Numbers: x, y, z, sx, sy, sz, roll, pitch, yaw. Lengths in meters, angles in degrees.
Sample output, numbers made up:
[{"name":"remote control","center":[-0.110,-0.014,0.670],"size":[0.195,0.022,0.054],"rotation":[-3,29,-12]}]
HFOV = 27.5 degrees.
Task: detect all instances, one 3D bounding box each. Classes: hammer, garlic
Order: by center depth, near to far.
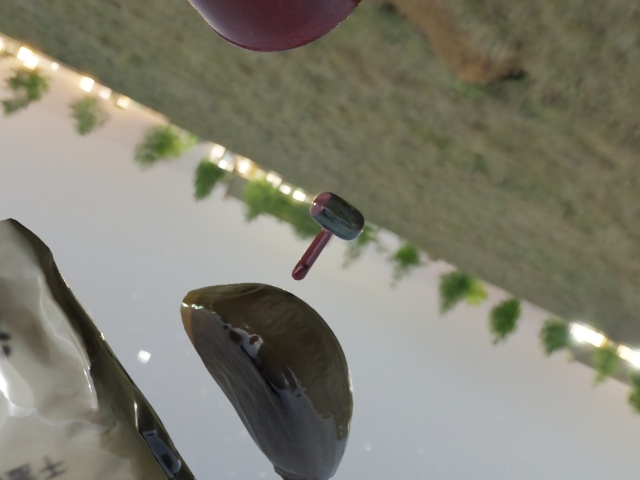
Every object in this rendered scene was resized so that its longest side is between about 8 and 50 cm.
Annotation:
[{"name":"garlic","center":[-0.028,0.108,1.054],"size":[0.087,0.101,0.195],"rotation":[-36,-85,-48]},{"name":"hammer","center":[0.000,0.000,1.153],"size":[0.052,0.083,0.031],"rotation":[34,-177,-23]}]

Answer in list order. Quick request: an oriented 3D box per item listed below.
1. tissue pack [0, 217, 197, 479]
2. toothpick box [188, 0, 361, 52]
[{"name":"tissue pack","center":[-0.182,0.156,0.588],"size":[0.375,0.195,0.390],"rotation":[-8,132,22]},{"name":"toothpick box","center":[-0.092,-0.332,1.162],"size":[0.204,0.204,0.333],"rotation":[26,172,29]}]
